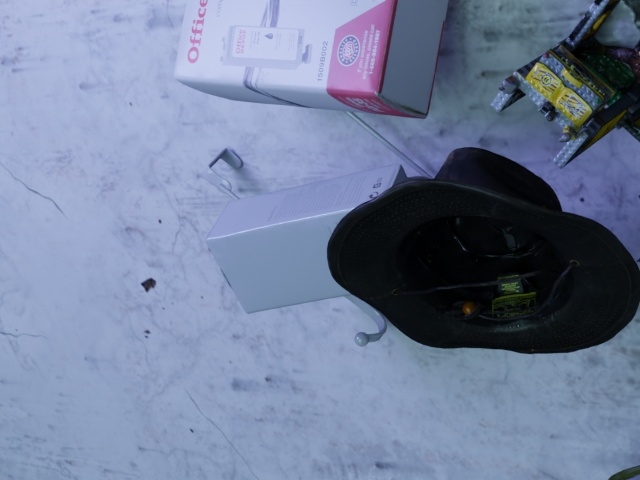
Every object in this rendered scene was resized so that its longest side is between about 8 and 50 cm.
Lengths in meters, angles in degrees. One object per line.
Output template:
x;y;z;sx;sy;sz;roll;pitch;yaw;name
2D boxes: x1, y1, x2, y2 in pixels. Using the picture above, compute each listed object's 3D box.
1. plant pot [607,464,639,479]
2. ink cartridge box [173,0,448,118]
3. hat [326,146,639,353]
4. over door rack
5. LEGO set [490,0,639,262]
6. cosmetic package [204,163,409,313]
0.404;0.394;1.447;0.274;0.274;0.294;-12;89;40;plant pot
-0.010;-0.253;1.471;0.283;0.117;0.207;9;89;34;ink cartridge box
0.173;-0.008;1.363;0.331;0.134;0.331;8;150;5;hat
0.003;-0.050;1.615;0.324;0.108;0.239;46;130;10;over door rack
0.327;-0.137;1.269;0.331;0.192;0.255;51;132;6;LEGO set
0.000;0.000;1.512;0.231;0.085;0.117;-10;122;28;cosmetic package
